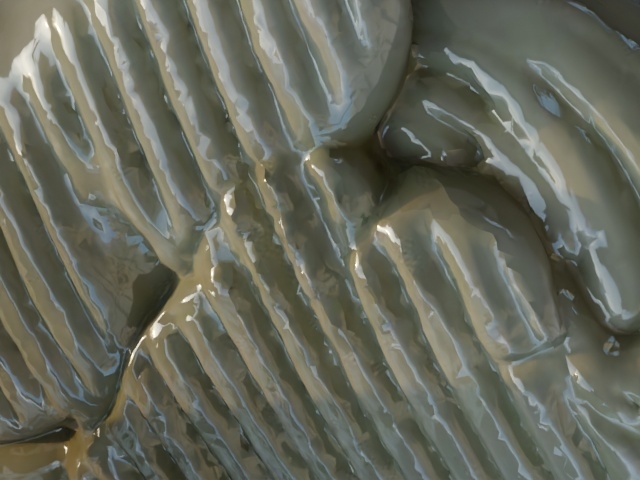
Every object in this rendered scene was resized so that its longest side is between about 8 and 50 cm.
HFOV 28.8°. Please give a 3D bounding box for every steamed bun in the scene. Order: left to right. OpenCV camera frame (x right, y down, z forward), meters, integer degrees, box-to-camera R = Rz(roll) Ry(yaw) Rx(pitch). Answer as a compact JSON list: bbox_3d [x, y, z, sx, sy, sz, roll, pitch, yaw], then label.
[{"bbox_3d":[0.000,0.000,0.535,0.368,0.255,0.342,-23,103,31],"label":"steamed bun"}]
